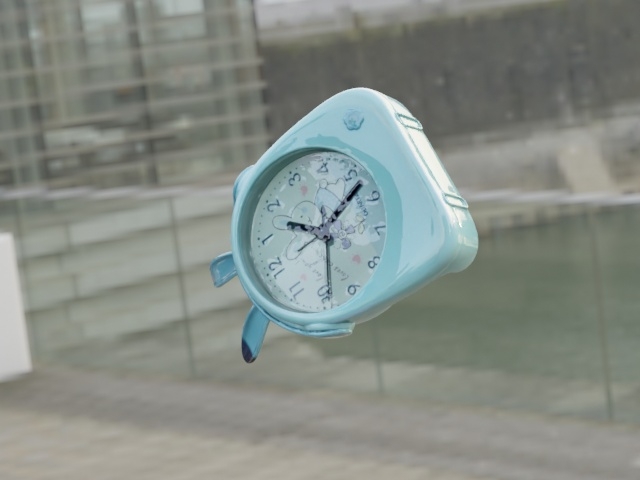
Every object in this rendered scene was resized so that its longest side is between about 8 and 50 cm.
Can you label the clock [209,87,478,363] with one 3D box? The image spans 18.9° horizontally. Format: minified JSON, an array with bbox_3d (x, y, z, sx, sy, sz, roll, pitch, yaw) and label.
[{"bbox_3d":[0.000,0.000,0.981,0.147,0.108,0.045,-36,-21,20],"label":"clock"}]
